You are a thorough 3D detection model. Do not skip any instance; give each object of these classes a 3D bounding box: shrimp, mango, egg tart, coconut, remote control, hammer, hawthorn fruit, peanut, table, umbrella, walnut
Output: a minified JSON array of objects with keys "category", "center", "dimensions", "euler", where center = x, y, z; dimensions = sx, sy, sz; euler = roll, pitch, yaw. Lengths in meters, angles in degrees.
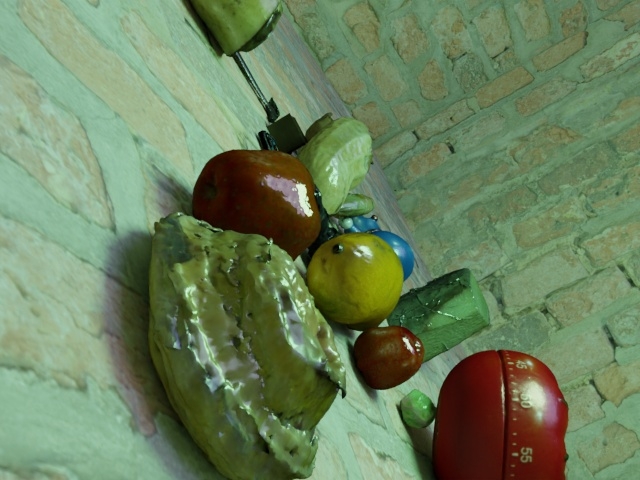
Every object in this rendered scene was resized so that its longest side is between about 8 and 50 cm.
[{"category":"shrimp","center":[0.045,-0.099,1.863],"dimensions":[0.267,0.145,0.061],"euler":[-23,128,-57]},{"category":"mango","center":[0.076,0.082,1.382],"dimensions":[0.144,0.187,0.359],"euler":[42,2,26]},{"category":"egg tart","center":[-0.070,0.108,0.805],"dimensions":[0.352,0.149,0.352],"euler":[61,9,-17]},{"category":"coconut","center":[0.216,0.379,1.560],"dimensions":[0.082,0.081,0.083],"euler":[-1,-59,56]},{"category":"remote control","center":[-0.094,-0.158,1.573],"dimensions":[0.059,0.028,0.212],"euler":[43,22,-60]},{"category":"hammer","center":[-0.191,-0.441,1.811],"dimensions":[0.297,0.027,0.125],"euler":[57,13,-20]},{"category":"hawthorn fruit","center":[0.139,0.231,1.418],"dimensions":[0.133,0.137,0.133],"euler":[61,13,-24]},{"category":"peanut","center":[0.027,-0.194,1.754],"dimensions":[0.340,0.158,0.174],"euler":[-46,139,-50]},{"category":"hawthorn fruit","center":[-0.091,-0.048,0.998],"dimensions":[0.189,0.189,0.189],"euler":[57,13,-20]},{"category":"table","center":[-0.078,-0.266,1.781],"dimensions":[0.083,0.070,0.082],"euler":[62,12,3]},{"category":"umbrella","center":[0.000,0.000,1.452],"dimensions":[0.272,0.110,0.122],"euler":[58,11,-39]},{"category":"walnut","center":[0.025,-0.252,1.997],"dimensions":[0.204,0.141,0.238],"euler":[64,-23,-7]}]

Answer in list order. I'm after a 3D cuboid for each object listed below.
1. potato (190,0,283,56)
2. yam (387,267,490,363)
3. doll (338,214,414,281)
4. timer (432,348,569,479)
[{"category":"potato","center":[-0.208,-0.588,1.656],"dimensions":[0.242,0.242,0.286],"euler":[53,40,-37]},{"category":"yam","center":[0.342,0.206,2.026],"dimensions":[0.202,0.271,0.202],"euler":[57,13,-41]},{"category":"doll","center":[0.140,0.025,1.917],"dimensions":[0.215,0.161,0.257],"euler":[31,13,-43]},{"category":"timer","center":[0.391,0.431,1.547],"dimensions":[0.378,0.279,0.378],"euler":[4,90,-81]}]
